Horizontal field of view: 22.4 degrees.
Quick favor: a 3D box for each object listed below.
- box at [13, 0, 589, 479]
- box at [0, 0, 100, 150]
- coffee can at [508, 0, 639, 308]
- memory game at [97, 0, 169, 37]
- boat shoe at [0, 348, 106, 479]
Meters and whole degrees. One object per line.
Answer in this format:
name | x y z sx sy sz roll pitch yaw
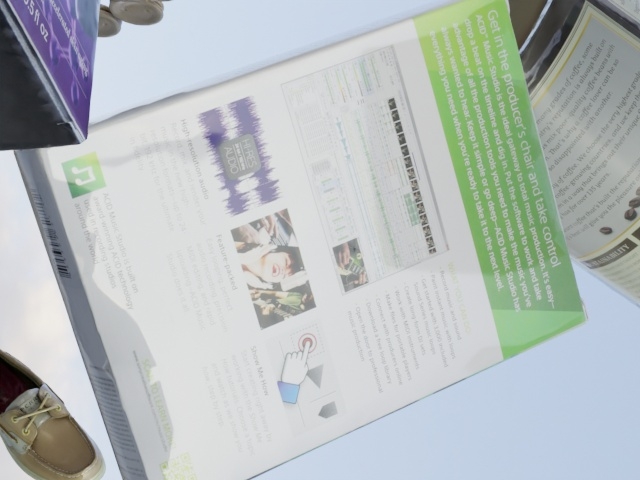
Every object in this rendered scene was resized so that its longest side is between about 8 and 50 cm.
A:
box | 0.000 0.000 0.986 0.058 0.322 0.232 12 -60 64
box | -0.166 -0.163 0.718 0.153 0.108 0.207 70 19 -62
coffee can | 0.235 -0.073 1.246 0.201 0.275 0.201 -52 -166 18
memory game | -0.178 -0.179 1.023 0.186 0.186 0.012 140 -38 -61
boat shoe | -0.200 0.120 1.100 0.135 0.050 0.045 34 -30 28
